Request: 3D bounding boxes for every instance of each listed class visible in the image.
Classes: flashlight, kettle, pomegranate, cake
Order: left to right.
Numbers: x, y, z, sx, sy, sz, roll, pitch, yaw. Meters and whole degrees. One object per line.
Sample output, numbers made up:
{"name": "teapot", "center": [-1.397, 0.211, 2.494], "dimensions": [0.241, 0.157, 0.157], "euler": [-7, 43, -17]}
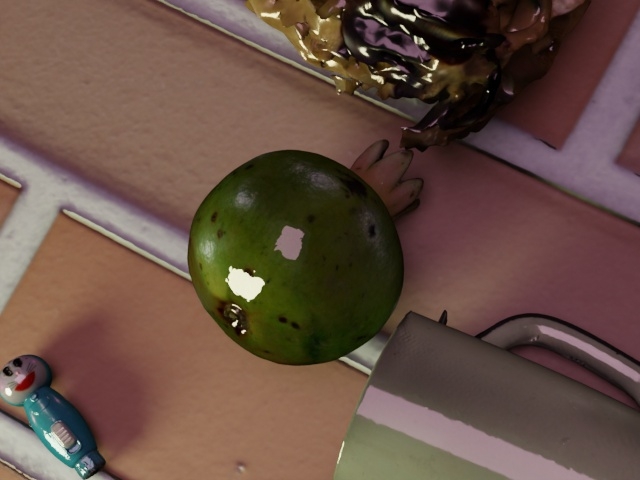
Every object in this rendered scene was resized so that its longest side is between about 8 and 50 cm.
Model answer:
{"name": "flashlight", "center": [-0.236, 0.155, 1.256], "dimensions": [0.051, 0.051, 0.129], "euler": [-42, 78, -2]}
{"name": "pomegranate", "center": [-0.001, -0.002, 1.193], "dimensions": [0.187, 0.187, 0.225], "euler": [42, 57, 17]}
{"name": "cake", "center": [0.097, -0.243, 1.150], "dimensions": [0.332, 0.332, 0.321], "euler": [-16, 75, 6]}
{"name": "kettle", "center": [0.166, 0.156, 1.128], "dimensions": [0.255, 0.165, 0.240], "euler": [20, 52, 14]}
